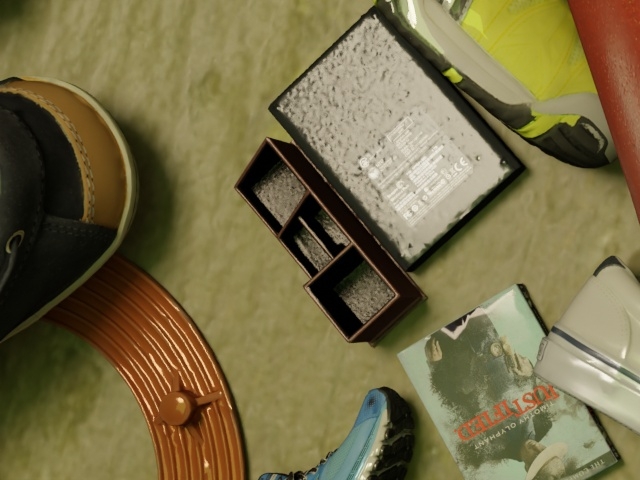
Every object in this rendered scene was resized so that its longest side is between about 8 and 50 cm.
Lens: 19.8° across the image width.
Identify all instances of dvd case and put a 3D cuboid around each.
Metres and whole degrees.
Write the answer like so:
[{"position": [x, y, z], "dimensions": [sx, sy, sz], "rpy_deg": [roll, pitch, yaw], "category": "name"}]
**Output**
[{"position": [0.109, 0.097, 1.079], "dimensions": [0.087, 0.013, 0.119], "rpy_deg": [-31, 79, 15], "category": "dvd case"}]

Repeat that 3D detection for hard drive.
[{"position": [0.044, -0.062, 1.103], "dimensions": [0.094, 0.022, 0.135], "rpy_deg": [-43, 76, 12], "category": "hard drive"}]

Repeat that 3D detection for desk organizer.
[{"position": [0.000, 0.000, 1.100], "dimensions": [0.047, 0.050, 0.130], "rpy_deg": [-43, 76, 12], "category": "desk organizer"}]

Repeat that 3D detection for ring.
[{"position": [-0.207, 0.156, 1.174], "dimensions": [0.336, 0.032, 0.336], "rpy_deg": [-1, 88, 18], "category": "ring"}]

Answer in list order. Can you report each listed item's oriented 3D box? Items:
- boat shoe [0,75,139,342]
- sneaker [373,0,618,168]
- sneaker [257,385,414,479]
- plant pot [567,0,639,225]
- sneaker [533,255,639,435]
[{"position": [-0.329, 0.076, 1.123], "dimensions": [0.500, 0.156, 0.187], "rpy_deg": [-38, 78, 15], "category": "boat shoe"}, {"position": [0.065, -0.210, 1.042], "dimensions": [0.147, 0.145, 0.384], "rpy_deg": [-38, 81, 7], "category": "sneaker"}, {"position": [-0.006, 0.152, 1.090], "dimensions": [0.073, 0.063, 0.162], "rpy_deg": [35, 98, 20], "category": "sneaker"}, {"position": [0.236, -0.141, 0.924], "dimensions": [0.272, 0.272, 0.265], "rpy_deg": [-14, 89, 18], "category": "plant pot"}, {"position": [0.243, 0.092, 0.993], "dimensions": [0.258, 0.094, 0.091], "rpy_deg": [28, 93, 15], "category": "sneaker"}]
